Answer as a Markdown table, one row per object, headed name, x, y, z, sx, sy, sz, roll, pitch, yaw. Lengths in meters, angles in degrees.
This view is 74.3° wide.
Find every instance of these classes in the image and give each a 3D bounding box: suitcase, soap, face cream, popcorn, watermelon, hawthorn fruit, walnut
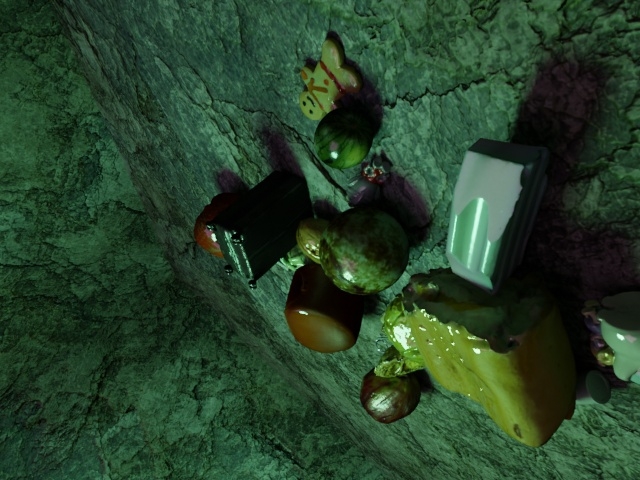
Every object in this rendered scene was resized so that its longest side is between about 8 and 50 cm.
| name | x | y | z | sx | sy | sz | roll | pitch | yaw |
| --- | --- | --- | --- | --- | --- | --- | --- | --- | --- |
| suitcase | -0.176 | -0.045 | 1.367 | 0.152 | 0.335 | 0.229 | 25 | 143 | 31 |
| soap | 0.327 | -0.043 | 0.792 | 0.109 | 0.193 | 0.323 | 30 | 146 | 32 |
| face cream | 0.581 | 0.370 | 1.056 | 0.077 | 0.077 | 0.250 | 49 | 151 | 2 |
| popcorn | 0.294 | 0.249 | 1.221 | 0.204 | 0.183 | 0.221 | -19 | 108 | 29 |
| watermelon | 0.046 | -0.234 | 1.021 | 0.140 | 0.141 | 0.187 | 50 | 154 | -1 |
| hawthorn fruit | -0.363 | -0.054 | 1.718 | 0.300 | 0.275 | 0.275 | 30 | 148 | 13 |
| walnut | 0.000 | 0.000 | 1.370 | 0.180 | 0.144 | 0.144 | 38 | 153 | -7 |

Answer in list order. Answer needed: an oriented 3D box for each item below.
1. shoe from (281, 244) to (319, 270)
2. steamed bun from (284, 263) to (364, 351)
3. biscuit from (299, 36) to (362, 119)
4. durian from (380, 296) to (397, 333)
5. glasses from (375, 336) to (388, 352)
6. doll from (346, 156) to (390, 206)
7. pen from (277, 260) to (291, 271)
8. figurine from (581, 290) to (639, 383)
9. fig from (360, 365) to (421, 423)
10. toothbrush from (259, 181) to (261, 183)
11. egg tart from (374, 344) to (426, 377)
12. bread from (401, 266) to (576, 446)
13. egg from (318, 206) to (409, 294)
| name | x | y | z | sx | sy | sz | roll | pitch | yaw |
| --- | --- | --- | --- | --- | --- | --- | --- | --- | --- |
| shoe | -0.048 | 0.065 | 1.567 | 0.262 | 0.128 | 0.140 | 19 | 153 | 48 |
| steamed bun | 0.027 | 0.255 | 1.505 | 0.249 | 0.234 | 0.379 | 6 | 146 | 12 |
| biscuit | 0.011 | -0.368 | 1.030 | 0.153 | 0.030 | 0.234 | 55 | 151 | -7 |
| durian | 0.250 | 0.267 | 1.406 | 0.140 | 0.078 | 0.224 | 31 | 149 | 31 |
| glasses | 0.278 | 0.392 | 1.578 | 0.140 | 0.063 | 0.103 | 40 | 129 | 17 |
| doll | 0.122 | -0.145 | 1.101 | 0.094 | 0.079 | 0.180 | 28 | 139 | -8 |
| pen | -0.204 | 0.082 | 1.894 | 0.204 | 0.025 | 0.025 | 31 | 147 | 32 |
| figurine | 0.600 | 0.215 | 0.794 | 0.155 | 0.127 | 0.235 | -10 | 121 | 38 |
| fig | 0.268 | 0.579 | 1.617 | 0.224 | 0.224 | 0.263 | 53 | 148 | -6 |
| toothbrush | -0.189 | -0.135 | 1.614 | 0.017 | 0.022 | 0.204 | 21 | 144 | 47 |
| egg tart | 0.286 | 0.394 | 1.433 | 0.252 | 0.232 | 0.098 | 40 | -150 | -55 |
| bread | 0.404 | 0.247 | 0.981 | 0.394 | 0.250 | 0.361 | 61 | 164 | -21 |
| egg | 0.109 | 0.030 | 1.152 | 0.238 | 0.238 | 0.289 | 53 | 161 | -5 |
